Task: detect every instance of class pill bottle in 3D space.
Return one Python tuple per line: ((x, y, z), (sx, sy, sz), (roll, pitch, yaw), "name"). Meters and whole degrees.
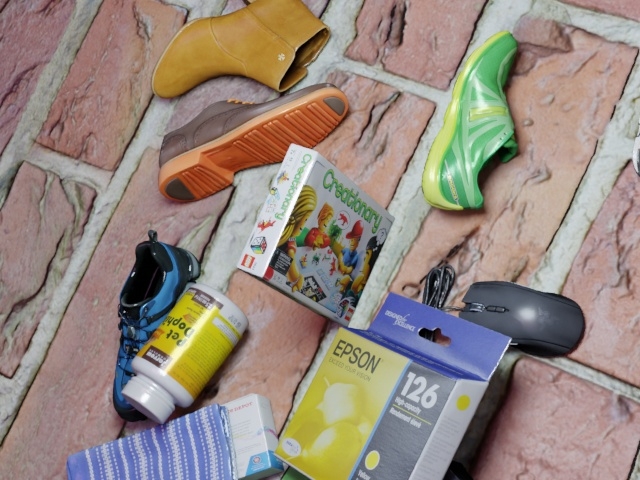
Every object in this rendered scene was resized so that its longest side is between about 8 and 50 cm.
((-0.218, 0.181, 2.038), (0.117, 0.117, 0.215), (25, 68, 32), "pill bottle")

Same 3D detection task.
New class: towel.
((-0.267, 0.411, 2.025), (0.336, 0.040, 0.243), (-23, 65, 30), "towel")

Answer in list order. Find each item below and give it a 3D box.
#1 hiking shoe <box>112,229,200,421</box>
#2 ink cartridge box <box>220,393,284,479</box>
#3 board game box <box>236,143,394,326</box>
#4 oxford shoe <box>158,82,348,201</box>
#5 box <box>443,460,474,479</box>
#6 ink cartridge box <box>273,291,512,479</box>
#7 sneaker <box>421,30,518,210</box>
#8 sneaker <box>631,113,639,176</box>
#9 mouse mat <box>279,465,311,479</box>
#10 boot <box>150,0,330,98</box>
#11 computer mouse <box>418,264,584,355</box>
((-0.298, 0.142, 2.114), (0.113, 0.132, 0.304), (4, 75, 29), "hiking shoe")
((-0.115, 0.311, 2.005), (0.088, 0.052, 0.122), (-22, 66, 20), "ink cartridge box")
((0.000, 0.000, 1.906), (0.053, 0.305, 0.193), (20, 83, 29), "board game box")
((-0.124, -0.196, 2.149), (0.364, 0.130, 0.132), (-22, 58, 19), "oxford shoe")
((0.174, 0.413, 1.794), (0.158, 0.093, 0.156), (-47, 58, 7), "box")
((0.095, 0.230, 1.847), (0.303, 0.072, 0.307), (19, 82, 57), "ink cartridge box")
((0.250, -0.177, 1.972), (0.123, 0.109, 0.295), (19, 81, 10), "sneaker")
((0.479, -0.143, 1.861), (0.044, 0.040, 0.109), (7, 76, 27), "sneaker")
((-0.006, 0.399, 1.944), (0.152, 0.007, 0.189), (32, 90, 32), "mouse mat")
((-0.139, -0.310, 2.208), (0.295, 0.104, 0.211), (-45, 58, 2), "boot")
((0.240, 0.138, 1.875), (0.262, 0.060, 0.184), (15, 79, 31), "computer mouse")
